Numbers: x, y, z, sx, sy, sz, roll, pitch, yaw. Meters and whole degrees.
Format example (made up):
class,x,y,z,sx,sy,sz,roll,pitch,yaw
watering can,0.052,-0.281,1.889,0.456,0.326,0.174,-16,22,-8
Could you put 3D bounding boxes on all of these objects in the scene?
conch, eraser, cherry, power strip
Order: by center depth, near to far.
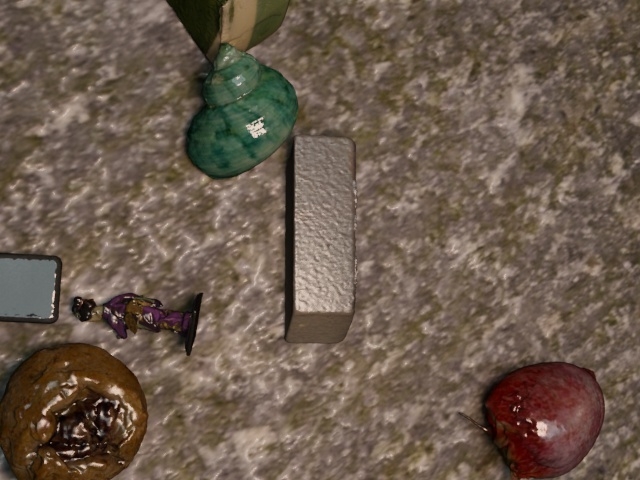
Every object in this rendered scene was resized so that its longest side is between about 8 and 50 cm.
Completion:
class,x,y,z,sx,sy,sz,roll,pitch,yaw
power strip,-0.527,0.068,1.246,0.257,0.070,0.105,5,80,-18
conch,-0.132,-0.218,1.357,0.196,0.134,0.202,-18,90,-19
eraser,0.000,0.000,1.405,0.111,0.077,0.352,2,84,-14
cherry,0.401,0.302,1.443,0.250,0.175,0.192,-32,75,-24

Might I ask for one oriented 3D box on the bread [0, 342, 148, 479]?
class,x,y,z,sx,sy,sz,roll,pitch,yaw
bread,-0.364,0.267,1.233,0.230,0.123,0.230,6,77,-27

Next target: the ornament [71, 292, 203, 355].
class,x,y,z,sx,sy,sz,roll,pitch,yaw
ornament,-0.292,0.128,1.312,0.203,0.088,0.081,3,107,-4

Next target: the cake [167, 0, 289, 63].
class,x,y,z,sx,sy,sz,roll,pitch,yaw
cake,-0.194,-0.435,1.408,0.158,0.172,0.283,-38,62,-23
